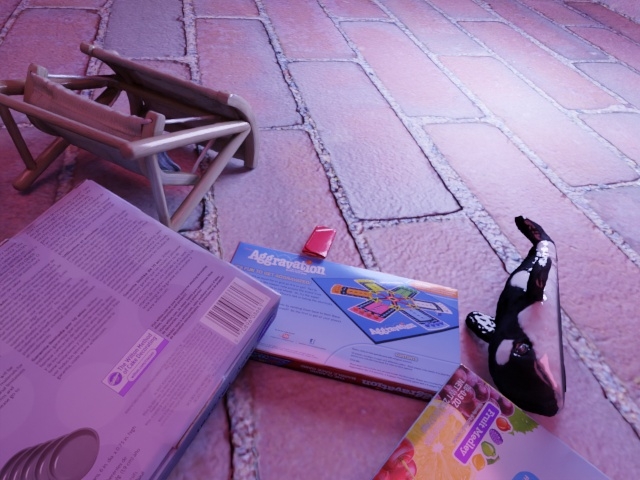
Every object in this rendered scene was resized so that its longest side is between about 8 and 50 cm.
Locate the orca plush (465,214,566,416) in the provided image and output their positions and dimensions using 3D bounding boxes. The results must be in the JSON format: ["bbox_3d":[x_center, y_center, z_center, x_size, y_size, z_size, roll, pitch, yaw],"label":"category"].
[{"bbox_3d":[0.217,0.070,0.478,0.102,0.151,0.287,-6,41,31],"label":"orca plush"}]

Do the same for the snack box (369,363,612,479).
[{"bbox_3d":[0.141,0.232,0.314,0.207,0.070,0.174,37,62,24],"label":"snack box"}]

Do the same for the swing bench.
[{"bbox_3d":[-0.256,-0.154,0.577,0.253,0.165,0.254,22,47,13],"label":"swing bench"}]

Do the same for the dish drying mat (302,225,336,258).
[{"bbox_3d":[0.000,0.000,0.555,0.032,0.008,0.083,17,26,5],"label":"dish drying mat"}]

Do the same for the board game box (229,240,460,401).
[{"bbox_3d":[0.018,0.088,0.479,0.282,0.027,0.145,13,47,4],"label":"board game box"}]

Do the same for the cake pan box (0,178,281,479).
[{"bbox_3d":[-0.202,0.089,0.373,0.246,0.070,0.266,30,56,6],"label":"cake pan box"}]
